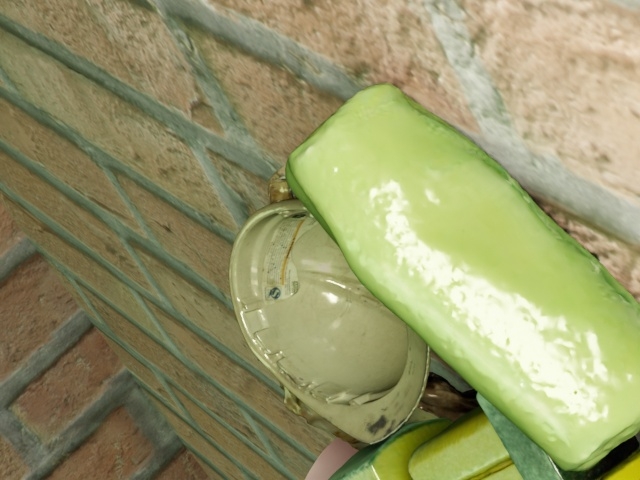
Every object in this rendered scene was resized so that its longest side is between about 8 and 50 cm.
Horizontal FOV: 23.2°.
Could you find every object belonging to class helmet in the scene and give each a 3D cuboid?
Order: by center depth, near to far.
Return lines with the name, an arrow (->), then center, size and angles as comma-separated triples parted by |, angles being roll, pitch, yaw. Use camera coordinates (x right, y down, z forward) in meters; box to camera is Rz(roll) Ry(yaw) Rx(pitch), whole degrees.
helmet -> 0.045, 0.063, 1.505 | 0.257, 0.137, 0.204 | 44, 125, 27

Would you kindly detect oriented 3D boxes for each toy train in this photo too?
toy train -> 0.173, 0.256, 1.405 | 0.397, 0.160, 0.253 | -39, 77, 50

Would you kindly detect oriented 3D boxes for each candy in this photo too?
candy -> 0.121, 0.028, 1.212 | 0.343, 0.142, 0.132 | 46, 173, 8

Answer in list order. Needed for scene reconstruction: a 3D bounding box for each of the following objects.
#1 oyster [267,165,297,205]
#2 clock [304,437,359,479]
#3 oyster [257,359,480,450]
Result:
oyster -> 0.000, 0.000, 1.621 | 0.163, 0.081, 0.191 | 9, 137, 25
clock -> 0.055, 0.372, 2.012 | 0.080, 0.275, 0.290 | 30, 161, 36
oyster -> 0.108, 0.190, 1.637 | 0.361, 0.096, 0.221 | 18, 147, 11
